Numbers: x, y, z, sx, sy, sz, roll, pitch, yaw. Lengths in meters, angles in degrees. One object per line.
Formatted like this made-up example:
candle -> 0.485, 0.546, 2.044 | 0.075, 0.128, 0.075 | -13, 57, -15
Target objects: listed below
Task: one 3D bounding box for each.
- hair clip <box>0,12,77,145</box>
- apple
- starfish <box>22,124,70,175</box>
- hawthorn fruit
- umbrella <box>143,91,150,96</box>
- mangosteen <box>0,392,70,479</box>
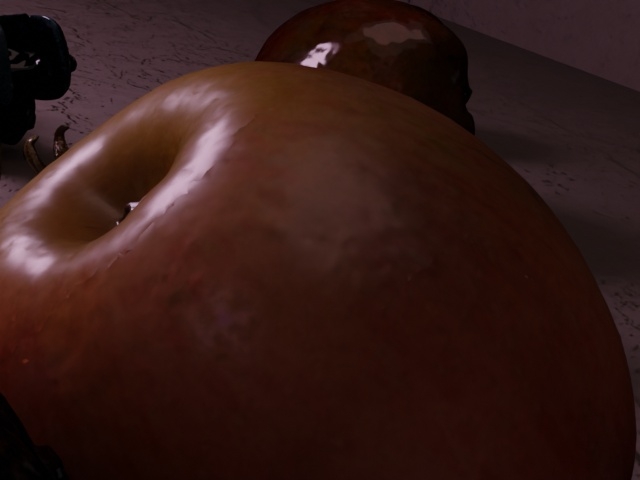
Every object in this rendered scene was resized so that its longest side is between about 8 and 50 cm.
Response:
hair clip -> -0.468, -0.222, 1.347 | 0.310, 0.206, 0.194 | 29, 32, 26
apple -> -0.021, 0.073, 0.599 | 0.364, 0.363, 0.364 | 11, 21, -4
starfish -> -0.281, -0.084, 1.274 | 0.190, 0.074, 0.146 | 29, 24, 35
hawthorn fruit -> 0.050, -0.181, 1.410 | 0.325, 0.308, 0.308 | 1, 24, -28
umbrella -> -0.170, -0.103, 1.257 | 0.071, 0.071, 0.248 | 17, -12, 11
mangosteen -> -0.217, 0.173, 0.358 | 0.330, 0.330, 0.330 | 11, 21, -4
